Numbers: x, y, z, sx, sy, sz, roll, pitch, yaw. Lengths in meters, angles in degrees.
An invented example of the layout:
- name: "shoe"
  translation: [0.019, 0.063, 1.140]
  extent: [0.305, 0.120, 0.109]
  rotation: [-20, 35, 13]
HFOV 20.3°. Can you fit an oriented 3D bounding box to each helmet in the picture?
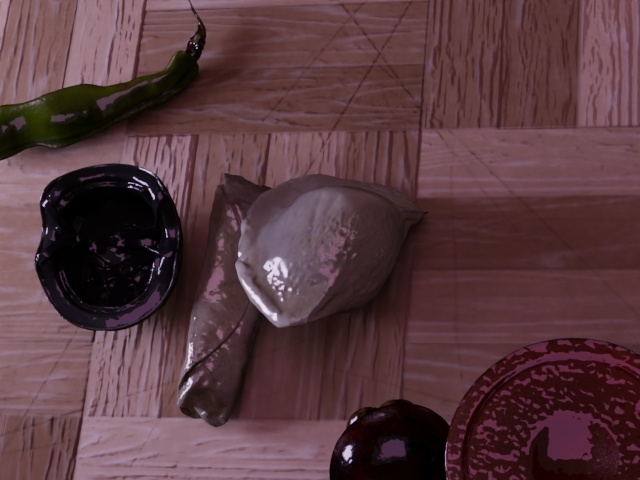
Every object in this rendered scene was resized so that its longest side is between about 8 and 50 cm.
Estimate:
- name: "helmet"
  translation: [-0.213, 0.011, 1.876]
  extent: [0.153, 0.107, 0.177]
  rotation: [-1, 83, 9]

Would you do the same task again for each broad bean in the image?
- name: "broad bean"
  translation: [-0.262, -0.157, 2.000]
  extent: [0.318, 0.056, 0.098]
  rotation: [-29, 55, -9]

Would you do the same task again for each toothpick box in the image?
- name: "toothpick box"
  translation: [0.226, 0.239, 1.531]
  extent: [0.204, 0.333, 0.204]
  rotation: [-5, 63, 11]

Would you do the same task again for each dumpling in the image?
- name: "dumpling"
  translation: [-0.002, 0.003, 1.819]
  extent: [0.166, 0.126, 0.216]
  rotation: [23, 72, 24]

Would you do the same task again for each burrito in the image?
- name: "burrito"
  translation: [-0.095, 0.057, 1.850]
  extent: [0.082, 0.059, 0.275]
  rotation: [14, 66, -1]

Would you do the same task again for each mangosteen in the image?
- name: "mangosteen"
  translation: [0.067, 0.206, 1.712]
  extent: [0.140, 0.140, 0.140]
  rotation: [-5, 63, 10]
